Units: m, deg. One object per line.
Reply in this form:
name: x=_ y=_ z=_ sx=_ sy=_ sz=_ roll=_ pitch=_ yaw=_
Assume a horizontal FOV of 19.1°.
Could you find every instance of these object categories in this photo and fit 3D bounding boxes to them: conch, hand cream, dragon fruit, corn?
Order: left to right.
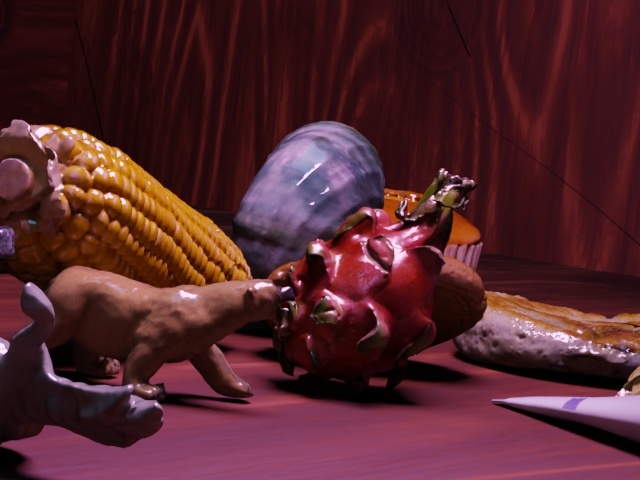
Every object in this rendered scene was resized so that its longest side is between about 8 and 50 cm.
corn: x=-0.176 y=0.007 z=1.664 sx=0.144 sy=0.144 sz=0.387 roll=9 pitch=-15 yaw=24
conch: x=0.000 y=0.000 z=1.981 sx=0.220 sy=0.195 sz=0.277 roll=15 pitch=35 yaw=-52
dragon fruit: x=0.053 y=0.033 z=1.633 sx=0.135 sy=0.236 sz=0.137 roll=38 pitch=-26 yaw=4
hand cream: x=0.260 y=0.147 z=1.533 sx=0.109 sy=0.067 sz=0.321 roll=4 pitch=-3 yaw=-23

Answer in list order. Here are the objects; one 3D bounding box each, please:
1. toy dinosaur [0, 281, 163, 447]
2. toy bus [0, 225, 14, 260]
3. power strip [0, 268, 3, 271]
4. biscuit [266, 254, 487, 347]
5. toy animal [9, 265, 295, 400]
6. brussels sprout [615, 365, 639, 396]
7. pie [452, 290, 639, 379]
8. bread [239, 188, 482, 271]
toy dinosaur: x=-0.274 y=0.047 z=1.183 sx=0.393 sy=0.092 sz=0.205 roll=-1 pitch=-45 yaw=41
toy bus: x=-0.325 y=0.039 z=1.474 sx=0.123 sy=0.121 sz=0.335 roll=-4 pitch=8 yaw=-22
power strip: x=-0.425 y=-0.018 z=2.209 sx=0.070 sy=0.105 sz=0.257 roll=7 pitch=3 yaw=31
biscuit: x=0.048 y=0.055 z=1.799 sx=0.226 sy=0.042 sz=0.226 roll=1 pitch=-24 yaw=1
toy animal: x=-0.133 y=0.068 z=1.486 sx=0.219 sy=0.101 sz=0.103 roll=8 pitch=3 yaw=21
brussels sprout: x=0.311 y=0.133 z=1.691 sx=0.085 sy=0.058 sz=0.085 roll=21 pitch=-6 yaw=2
pie: x=0.281 y=0.104 z=1.977 sx=0.303 sy=0.067 sz=0.302 roll=8 pitch=5 yaw=-1
bread: x=0.043 y=0.016 z=2.197 sx=0.288 sy=0.156 sz=0.204 roll=7 pitch=6 yaw=-18
